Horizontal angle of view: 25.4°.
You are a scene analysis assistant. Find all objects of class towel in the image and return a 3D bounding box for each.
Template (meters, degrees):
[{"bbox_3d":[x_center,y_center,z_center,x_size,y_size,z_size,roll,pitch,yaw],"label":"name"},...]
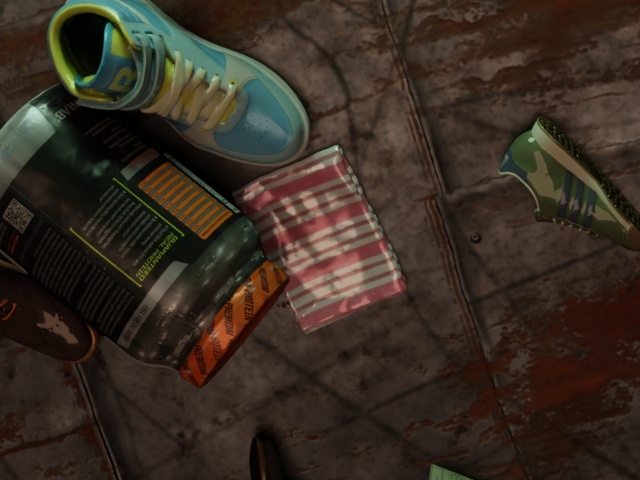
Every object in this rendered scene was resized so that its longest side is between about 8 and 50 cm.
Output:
[{"bbox_3d":[0.000,0.000,1.673,0.144,0.029,0.197,-24,102,12],"label":"towel"}]

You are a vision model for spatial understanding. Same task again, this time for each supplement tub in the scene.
[{"bbox_3d":[-0.214,-0.002,1.585,0.338,0.207,0.207,39,107,4],"label":"supplement tub"}]

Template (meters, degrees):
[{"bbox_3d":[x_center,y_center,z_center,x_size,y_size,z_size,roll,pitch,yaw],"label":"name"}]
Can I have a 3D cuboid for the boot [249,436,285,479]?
[{"bbox_3d":[-0.022,0.338,1.769,0.106,0.082,0.219,-13,102,-12],"label":"boot"}]

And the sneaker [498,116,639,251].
[{"bbox_3d":[0.283,-0.046,1.612,0.192,0.064,0.086,45,114,-7],"label":"sneaker"}]

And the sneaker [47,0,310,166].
[{"bbox_3d":[-0.163,-0.163,1.549,0.319,0.208,0.127,29,106,-3],"label":"sneaker"}]

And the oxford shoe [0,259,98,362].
[{"bbox_3d":[-0.395,0.072,1.706,0.271,0.098,0.097,32,108,-3],"label":"oxford shoe"}]

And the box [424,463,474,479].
[{"bbox_3d":[0.205,0.426,1.732,0.243,0.117,0.214,21,108,1],"label":"box"}]
